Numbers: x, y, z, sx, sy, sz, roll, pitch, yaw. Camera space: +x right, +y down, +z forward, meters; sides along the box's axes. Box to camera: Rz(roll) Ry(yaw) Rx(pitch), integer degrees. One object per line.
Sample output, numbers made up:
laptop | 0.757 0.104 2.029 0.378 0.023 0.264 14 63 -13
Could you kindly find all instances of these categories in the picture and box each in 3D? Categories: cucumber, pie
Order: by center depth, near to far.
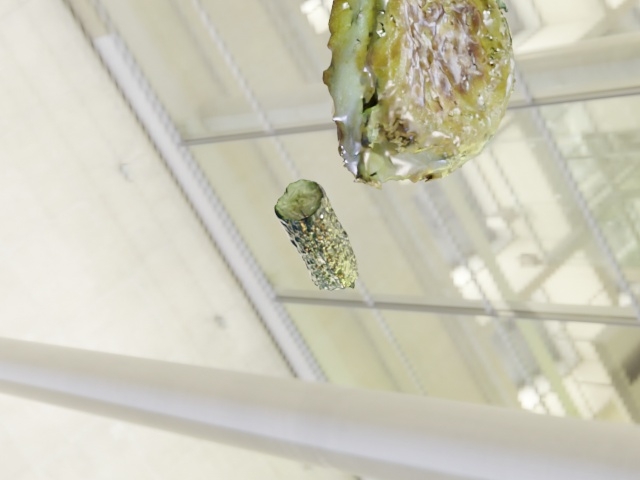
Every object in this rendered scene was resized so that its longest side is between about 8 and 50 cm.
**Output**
cucumber | 0.001 0.000 1.467 0.058 0.058 0.187 -64 -20 -16
pie | 0.111 -0.222 1.639 0.288 0.103 0.354 20 -108 -52
